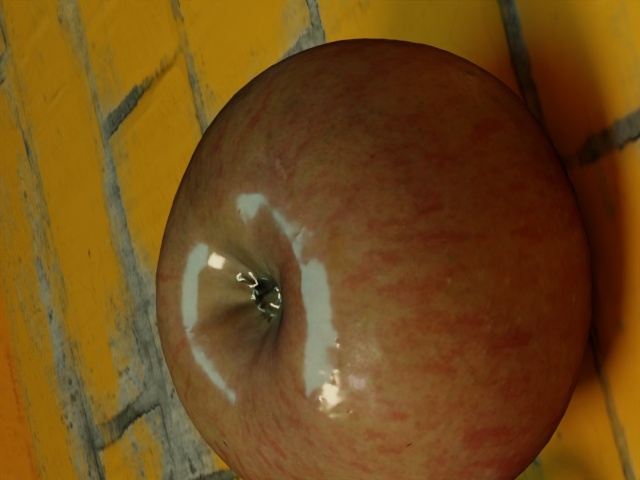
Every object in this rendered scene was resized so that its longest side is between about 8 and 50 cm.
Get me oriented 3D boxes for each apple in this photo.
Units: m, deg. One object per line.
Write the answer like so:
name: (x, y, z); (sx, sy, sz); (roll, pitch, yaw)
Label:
apple: (0.027, 0.028, 1.356); (0.345, 0.269, 0.344); (1, 92, 26)
